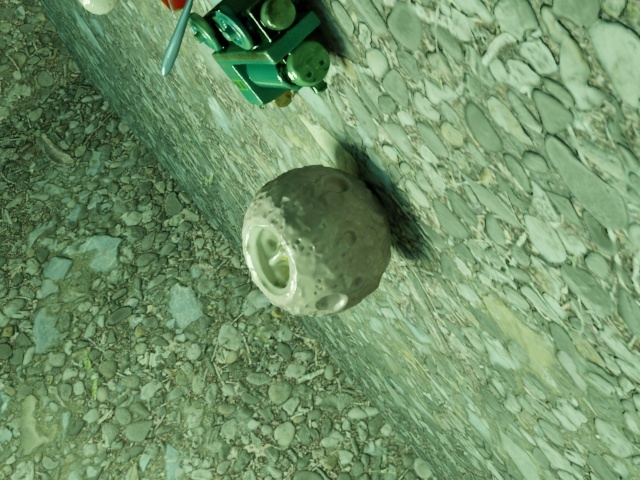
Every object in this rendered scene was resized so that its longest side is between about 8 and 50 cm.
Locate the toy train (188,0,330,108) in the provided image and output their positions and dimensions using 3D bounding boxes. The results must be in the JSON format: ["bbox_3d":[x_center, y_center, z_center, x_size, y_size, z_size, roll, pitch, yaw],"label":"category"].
[{"bbox_3d":[-0.083,-0.291,1.306,0.194,0.120,0.298,51,170,-22],"label":"toy train"}]

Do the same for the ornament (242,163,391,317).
[{"bbox_3d":[0.000,0.000,1.491,0.259,0.225,0.259,32,134,41],"label":"ornament"}]

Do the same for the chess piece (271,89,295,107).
[{"bbox_3d":[-0.097,-0.274,1.522,0.122,0.066,0.066,37,160,40],"label":"chess piece"}]

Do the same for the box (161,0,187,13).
[{"bbox_3d":[-0.316,-0.525,1.676,0.175,0.048,0.112,48,164,26],"label":"box"}]

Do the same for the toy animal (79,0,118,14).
[{"bbox_3d":[-0.347,-0.490,1.589,0.221,0.130,0.104,-1,157,46],"label":"toy animal"}]

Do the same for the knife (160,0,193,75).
[{"bbox_3d":[-0.178,-0.366,1.263,0.044,0.019,0.313,-92,25,-47],"label":"knife"}]
